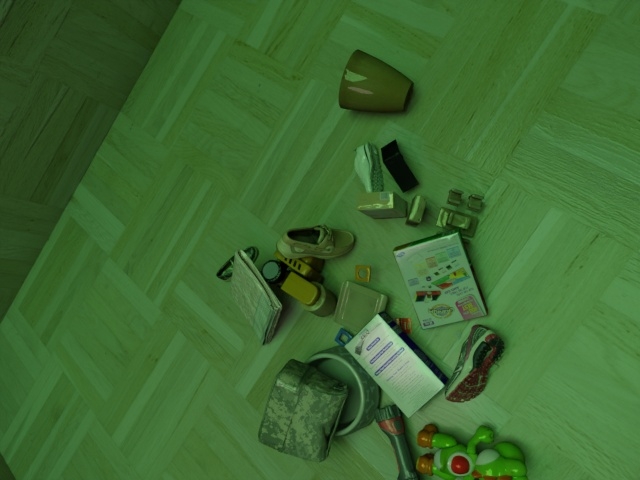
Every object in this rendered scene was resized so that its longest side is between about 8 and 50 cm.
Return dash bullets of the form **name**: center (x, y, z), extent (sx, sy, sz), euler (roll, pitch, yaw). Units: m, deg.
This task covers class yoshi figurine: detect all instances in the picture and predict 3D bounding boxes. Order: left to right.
- **yoshi figurine**: center (0.515, 0.726, 1.603), extent (0.362, 0.203, 0.203), euler (-3, 39, 40)

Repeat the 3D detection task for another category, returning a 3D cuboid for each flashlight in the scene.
- **flashlight**: center (0.276, 0.746, 1.716), extent (0.103, 0.103, 0.304), euler (-21, 68, 17)

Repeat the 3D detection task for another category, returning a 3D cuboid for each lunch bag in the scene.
- **lunch bag**: center (-0.055, 0.617, 1.733), extent (0.256, 0.212, 0.305), euler (20, 98, 13)

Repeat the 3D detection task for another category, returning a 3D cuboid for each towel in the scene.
- **towel**: center (-0.283, 0.243, 2.012), extent (0.317, 0.053, 0.331), euler (52, 147, 24)

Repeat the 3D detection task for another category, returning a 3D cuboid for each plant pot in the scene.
- **plant pot**: center (0.233, -0.612, 1.934), extent (0.254, 0.237, 0.237), euler (22, 91, 15)

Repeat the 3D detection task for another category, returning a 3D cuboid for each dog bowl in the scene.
- **dog bowl**: center (0.049, 0.584, 1.855), extent (0.349, 0.102, 0.348), euler (-4, 83, 30)

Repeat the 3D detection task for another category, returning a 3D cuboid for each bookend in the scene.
- **bookend**: center (0.311, -0.294, 1.898), extent (0.072, 0.156, 0.157), euler (-30, 113, 19)

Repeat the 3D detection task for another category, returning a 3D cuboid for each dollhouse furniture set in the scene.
- **dollhouse furniture set**: center (0.451, -0.082, 1.791), extent (0.242, 0.161, 0.212), euler (17, 89, 6)

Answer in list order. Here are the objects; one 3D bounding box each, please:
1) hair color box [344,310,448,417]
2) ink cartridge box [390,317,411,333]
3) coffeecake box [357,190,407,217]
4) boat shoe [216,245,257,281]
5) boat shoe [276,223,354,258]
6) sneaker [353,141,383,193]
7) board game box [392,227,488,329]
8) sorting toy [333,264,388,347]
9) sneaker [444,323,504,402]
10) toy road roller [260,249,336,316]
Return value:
- **hair color box**: center (0.273, 0.443, 1.751), extent (0.339, 0.110, 0.185), euler (47, 105, 14)
- **ink cartridge box**: center (0.286, 0.327, 1.836), extent (0.115, 0.029, 0.062), euler (-8, 78, 26)
- **coffeecake box**: center (0.240, -0.133, 1.852), extent (0.142, 0.185, 0.068), euler (-2, 80, 26)
- **boat shoe**: center (-0.381, 0.107, 2.184), extent (0.223, 0.073, 0.080), euler (-40, 66, 16)
- **boat shoe**: center (0.000, 0.000, 1.874), extent (0.121, 0.341, 0.110), euler (65, 144, 26)
- **sneaker**: center (0.191, -0.281, 1.971), extent (0.095, 0.090, 0.235), euler (-17, 70, 37)
- **board game box**: center (0.423, 0.141, 1.707), extent (0.242, 0.064, 0.316), euler (-18, 100, 23)
- **sorting toy**: center (0.160, 0.266, 1.888), extent (0.196, 0.047, 0.347), euler (18, 100, 29)
- **sneaker**: center (0.520, 0.433, 1.667), extent (0.299, 0.121, 0.112), euler (-64, 26, 15)
- **toy road roller**: center (-0.055, 0.131, 1.952), extent (0.330, 0.202, 0.240), euler (32, 85, 29)
